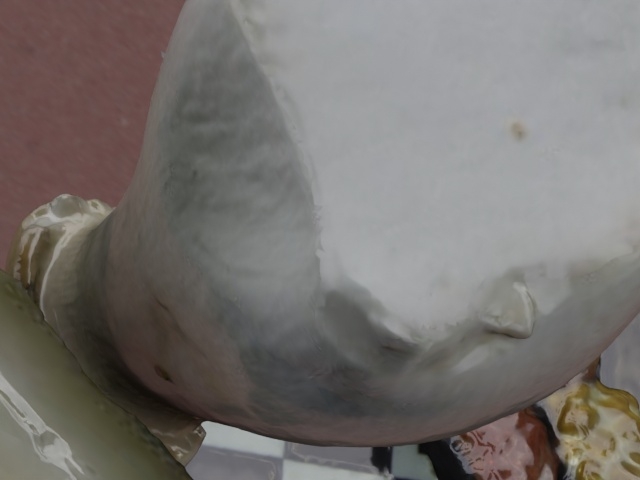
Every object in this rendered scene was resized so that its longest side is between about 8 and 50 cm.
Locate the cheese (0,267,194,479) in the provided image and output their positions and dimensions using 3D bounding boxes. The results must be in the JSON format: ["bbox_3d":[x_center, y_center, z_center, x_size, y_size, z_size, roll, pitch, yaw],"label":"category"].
[{"bbox_3d":[-0.046,0.094,0.452,0.085,0.034,0.400,-35,97,35],"label":"cheese"}]

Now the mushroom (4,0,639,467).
[{"bbox_3d":[0.000,0.000,0.456,0.093,0.225,0.116,-38,87,-27],"label":"mushroom"}]

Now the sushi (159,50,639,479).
[{"bbox_3d":[0.077,0.084,1.042,0.359,0.064,0.343,12,69,-20],"label":"sushi"}]
